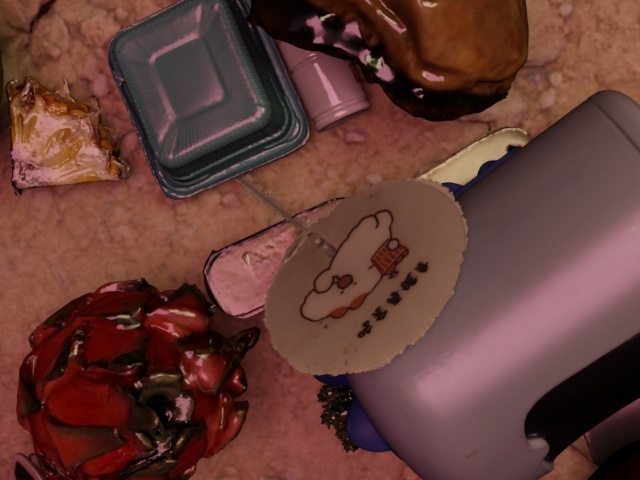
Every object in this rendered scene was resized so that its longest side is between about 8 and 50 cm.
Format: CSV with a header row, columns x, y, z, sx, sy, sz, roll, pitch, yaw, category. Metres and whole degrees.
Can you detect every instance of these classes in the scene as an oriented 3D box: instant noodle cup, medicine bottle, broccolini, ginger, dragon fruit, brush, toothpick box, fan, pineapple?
x,y,z,sx,sy,sz,roll,pitch,yaw,category
-0.111,-0.142,1.075,0.157,0.070,0.179,-24,84,8,instant noodle cup
0.004,-0.150,1.075,0.057,0.057,0.089,-25,90,6,medicine bottle
0.103,0.210,1.082,0.254,0.057,0.071,38,138,6,broccolini
0.071,-0.256,0.987,0.269,0.200,0.223,26,125,10,ginger
-0.162,0.131,1.013,0.192,0.274,0.193,9,101,-23,dragon fruit
0.048,-0.017,1.082,0.327,0.065,0.070,-25,82,-3,brush
0.160,0.057,0.982,0.354,0.263,0.263,-37,88,9,toothpick box
0.000,0.000,0.992,0.191,0.329,0.009,-48,130,-5,fan
-0.246,-0.087,1.099,0.137,0.069,0.116,39,95,2,pineapple

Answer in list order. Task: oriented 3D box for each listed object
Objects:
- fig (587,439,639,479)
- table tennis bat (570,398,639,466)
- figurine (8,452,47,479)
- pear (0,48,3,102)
x,y,z,sx,sy,sz,roll,pitch,yaw,category
0.347,0.228,0.995,0.204,0.186,0.249,42,90,18,fig
0.255,0.154,1.078,0.246,0.022,0.138,-21,90,5,table tennis bat
-0.268,0.282,1.089,0.125,0.125,0.138,-43,74,6,figurine
-0.380,-0.139,1.042,0.188,0.228,0.211,-4,119,-28,pear
